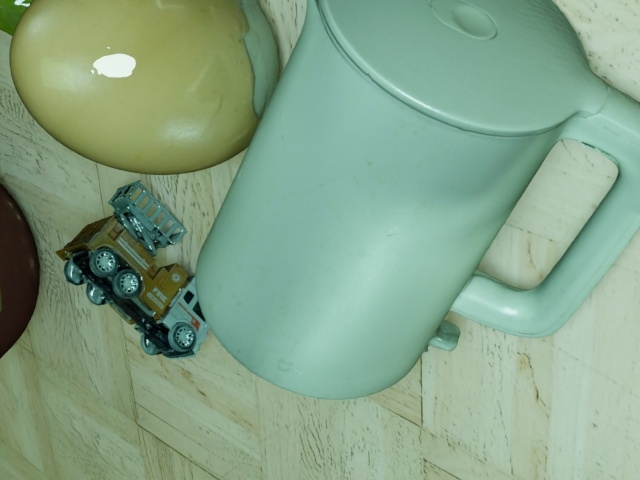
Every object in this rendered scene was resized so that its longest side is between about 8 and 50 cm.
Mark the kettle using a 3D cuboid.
[{"bbox_3d":[0.062,-0.028,0.869,0.265,0.205,0.318,49,139,21],"label":"kettle"}]

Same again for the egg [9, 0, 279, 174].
[{"bbox_3d":[-0.150,-0.154,1.020,0.201,0.244,0.201,12,106,47],"label":"egg"}]

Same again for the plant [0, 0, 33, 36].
[{"bbox_3d":[-0.338,-0.237,1.125,0.251,0.333,0.180,59,160,-16],"label":"plant"}]

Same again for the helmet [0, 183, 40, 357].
[{"bbox_3d":[-0.491,0.017,1.524,0.337,0.230,0.385,-7,98,51],"label":"helmet"}]

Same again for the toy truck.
[{"bbox_3d":[-0.183,0.038,1.279,0.177,0.115,0.080,49,147,-20],"label":"toy truck"}]
